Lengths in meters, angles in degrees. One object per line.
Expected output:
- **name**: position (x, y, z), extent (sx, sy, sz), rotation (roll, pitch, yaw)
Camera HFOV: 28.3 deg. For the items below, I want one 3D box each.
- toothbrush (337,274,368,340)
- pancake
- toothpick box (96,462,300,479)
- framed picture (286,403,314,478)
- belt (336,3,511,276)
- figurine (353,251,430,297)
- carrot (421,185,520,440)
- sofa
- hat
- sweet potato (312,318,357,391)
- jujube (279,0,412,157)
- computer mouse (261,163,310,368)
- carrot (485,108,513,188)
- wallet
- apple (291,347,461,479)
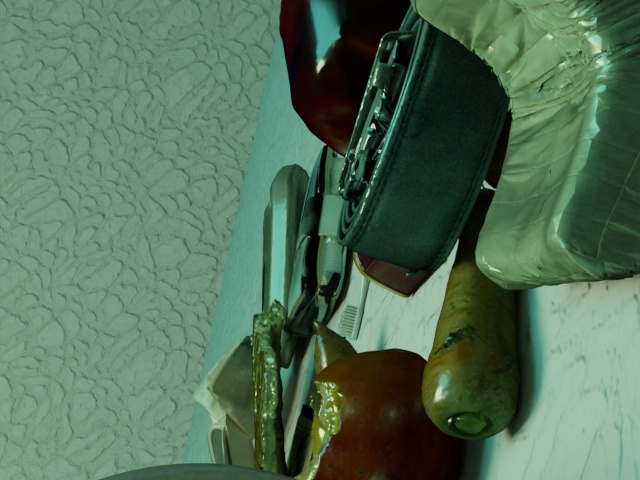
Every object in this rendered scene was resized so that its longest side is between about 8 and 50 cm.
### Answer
- **toothbrush**: position (0.065, -0.012, 1.641), extent (0.021, 0.024, 0.288), rotation (139, 145, -77)
- **pancake**: position (-0.063, 0.232, 1.728), extent (0.197, 0.054, 0.376), rotation (98, 169, -54)
- **toothpick box**: position (-0.100, 0.382, 0.813), extent (0.409, 0.409, 0.425), rotation (-85, 9, -46)
- **framed picture**: position (-0.034, 0.324, 1.743), extent (0.199, 0.010, 0.195), rotation (159, 125, -79)
- **belt**: position (0.090, -0.105, 1.069), extent (0.206, 0.116, 0.267), rotation (-94, 22, -75)
- **figurine**: position (0.072, 0.002, 1.360), extent (0.154, 0.098, 0.082), rotation (129, 150, -62)
- **carrot**: position (0.132, 0.036, 1.058), extent (0.298, 0.078, 0.078), rotation (-79, 9, -46)
- **sofa**: position (0.139, -0.088, 0.850), extent (0.210, 0.176, 0.225), rotation (168, 117, -79)
- **hat**: position (-0.109, 0.280, 1.951), extent (0.164, 0.226, 0.219), rotation (-35, 2, -13)
- **sweet potato**: position (0.029, 0.198, 1.443), extent (0.068, 0.068, 0.226), rotation (140, 125, -74)
- **jujube**: position (0.073, -0.225, 1.323), extent (0.376, 0.258, 0.258), rotation (-72, 2, -60)
- **computer mouse**: position (-0.046, 0.039, 2.019), extent (0.197, 0.095, 0.331), rotation (100, 171, -71)
- **carrot**: position (0.189, -0.122, 1.045), extent (0.048, 0.048, 0.216), rotation (-85, 18, -46)
- **wallet**: position (0.000, 0.000, 1.859), extent (0.176, 0.075, 0.250), rotation (116, 165, -63)
- **apple**: position (0.051, 0.171, 1.086), extent (0.156, 0.147, 0.158), rotation (67, -146, -47)
